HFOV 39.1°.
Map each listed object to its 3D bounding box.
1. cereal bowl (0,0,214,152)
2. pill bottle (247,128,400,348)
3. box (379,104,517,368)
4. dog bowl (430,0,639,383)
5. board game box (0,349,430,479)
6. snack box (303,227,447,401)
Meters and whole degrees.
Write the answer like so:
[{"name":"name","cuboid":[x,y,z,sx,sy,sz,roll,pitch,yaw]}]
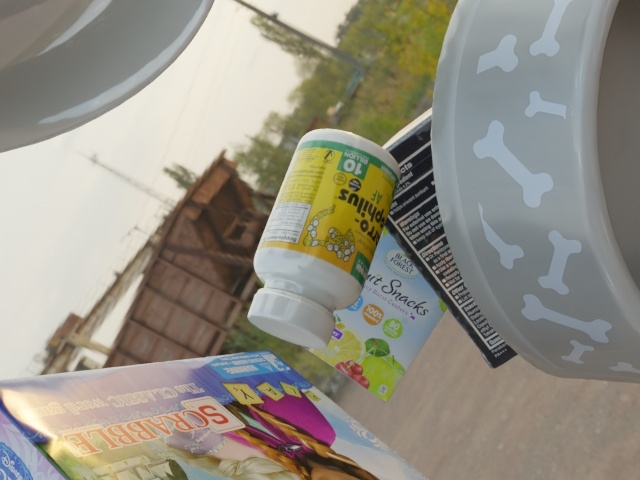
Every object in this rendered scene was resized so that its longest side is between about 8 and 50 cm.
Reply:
[{"name":"cereal bowl","cuboid":[-0.242,-0.203,0.612,0.339,0.141,0.339,-22,-19,-8]},{"name":"pill bottle","cuboid":[0.000,0.000,0.939,0.117,0.117,0.208,125,166,-71]},{"name":"box","cuboid":[0.244,-0.062,1.098,0.296,0.294,0.183,-36,7,19]},{"name":"dog bowl","cuboid":[0.239,-0.067,0.598,0.102,0.348,0.349,4,62,57]},{"name":"board game box","cuboid":[-0.025,0.196,0.601,0.318,0.318,0.066,4,-62,-60]},{"name":"snack box","cuboid":[0.076,0.091,1.267,0.207,0.174,0.070,-57,-4,-2]}]
